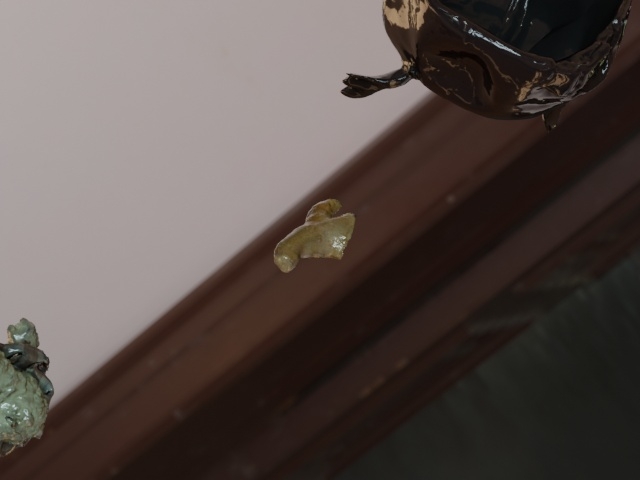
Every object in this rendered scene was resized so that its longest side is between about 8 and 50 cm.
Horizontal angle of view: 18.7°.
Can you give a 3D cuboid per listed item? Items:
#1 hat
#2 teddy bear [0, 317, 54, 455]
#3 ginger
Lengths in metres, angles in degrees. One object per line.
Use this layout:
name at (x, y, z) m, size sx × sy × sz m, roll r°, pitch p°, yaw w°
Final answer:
hat at (0.127, -0.227, 1.740) m, size 0.238 × 0.209 × 0.336 m, roll -12°, pitch 65°, yaw -35°
teddy bear at (-0.290, 0.139, 1.788) m, size 0.111 × 0.133 × 0.213 m, roll 36°, pitch 0°, yaw 6°
ginger at (0.001, 0.000, 1.496) m, size 0.097 × 0.048 × 0.030 m, roll -48°, pitch 143°, yaw -49°
